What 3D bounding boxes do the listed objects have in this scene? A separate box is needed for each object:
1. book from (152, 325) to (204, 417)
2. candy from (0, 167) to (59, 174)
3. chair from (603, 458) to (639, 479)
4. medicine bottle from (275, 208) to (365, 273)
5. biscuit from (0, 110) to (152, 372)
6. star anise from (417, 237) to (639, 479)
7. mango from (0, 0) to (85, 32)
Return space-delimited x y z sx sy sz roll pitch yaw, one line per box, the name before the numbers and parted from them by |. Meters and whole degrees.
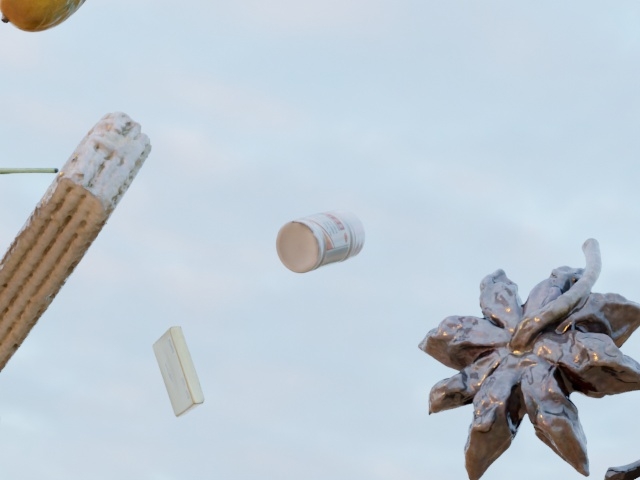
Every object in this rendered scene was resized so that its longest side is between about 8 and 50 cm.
book | -0.136 0.126 1.870 0.014 0.077 0.111 -16 -7 -16
candy | -0.392 -0.084 2.396 0.203 0.061 0.061 2 -24 38
chair | 0.435 0.279 1.950 0.319 0.186 0.160 -17 26 -38
medicine bottle | 0.000 0.000 2.009 0.057 0.057 0.089 0 8 35
biscuit | -0.320 0.016 2.259 0.078 0.144 0.426 34 -44 -7
star anise | 0.186 0.087 1.669 0.230 0.262 0.081 7 -35 38
mango | -0.288 -0.304 2.151 0.098 0.190 0.075 44 -23 -14
